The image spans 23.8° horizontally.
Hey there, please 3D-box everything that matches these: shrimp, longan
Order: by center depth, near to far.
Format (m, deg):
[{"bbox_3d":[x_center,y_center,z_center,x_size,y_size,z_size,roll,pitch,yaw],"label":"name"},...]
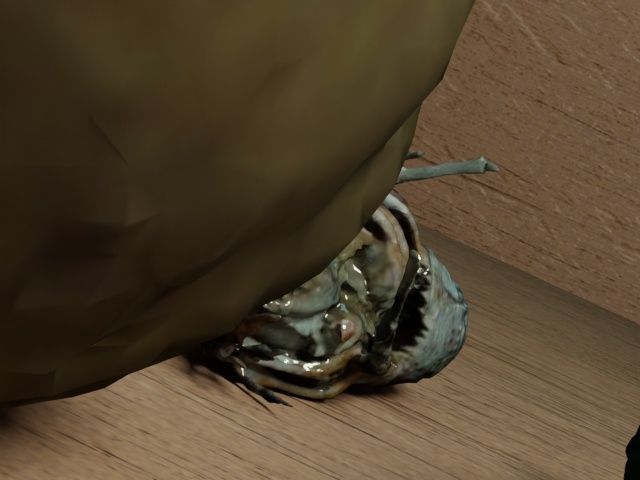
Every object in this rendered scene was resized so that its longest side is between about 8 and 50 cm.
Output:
[{"bbox_3d":[-0.154,-0.155,0.511,0.436,0.404,0.404,22,6,1],"label":"longan"},{"bbox_3d":[0.000,0.000,0.831,0.137,0.172,0.372,32,1,20],"label":"shrimp"}]

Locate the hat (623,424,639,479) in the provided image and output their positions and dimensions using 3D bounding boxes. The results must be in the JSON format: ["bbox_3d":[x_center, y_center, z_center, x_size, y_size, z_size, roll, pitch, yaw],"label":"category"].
[{"bbox_3d":[0.250,0.087,0.648,0.285,0.285,0.400,22,3,-20],"label":"hat"}]
